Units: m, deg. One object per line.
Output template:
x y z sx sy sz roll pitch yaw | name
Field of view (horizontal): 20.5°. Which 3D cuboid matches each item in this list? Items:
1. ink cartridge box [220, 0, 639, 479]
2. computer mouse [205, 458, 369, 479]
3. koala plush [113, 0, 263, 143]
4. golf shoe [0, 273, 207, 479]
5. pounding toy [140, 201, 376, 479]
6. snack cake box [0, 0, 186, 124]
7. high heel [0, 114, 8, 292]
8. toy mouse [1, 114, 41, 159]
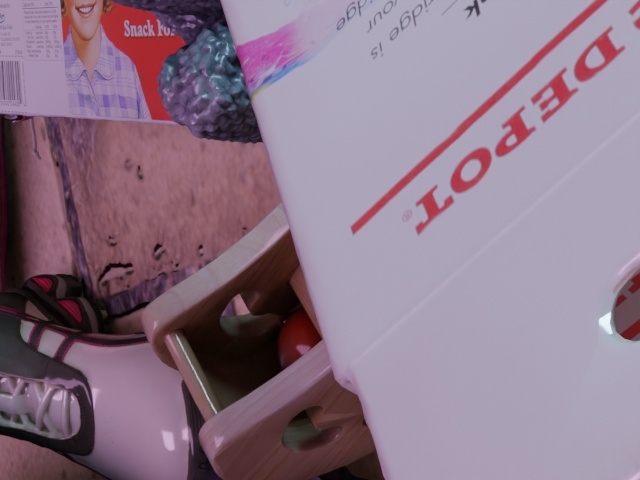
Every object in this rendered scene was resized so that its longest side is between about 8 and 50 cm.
0.092 -0.066 0.475 0.207 0.119 0.353 -42 36 20 | ink cartridge box
0.017 0.131 0.857 0.242 0.041 0.071 -3 131 55 | computer mouse
-0.084 -0.154 0.685 0.203 0.221 0.196 43 117 16 | koala plush
-0.153 0.099 1.070 0.273 0.120 0.105 20 113 53 | golf shoe
0.000 0.000 0.770 0.155 0.154 0.269 59 142 30 | pounding toy
-0.087 -0.140 0.932 0.264 0.089 0.152 10 104 56 | snack cake box
-0.232 -0.093 1.168 0.181 0.127 0.377 47 140 25 | high heel
-0.184 -0.131 1.070 0.143 0.031 0.161 -1 -95 -80 | toy mouse
